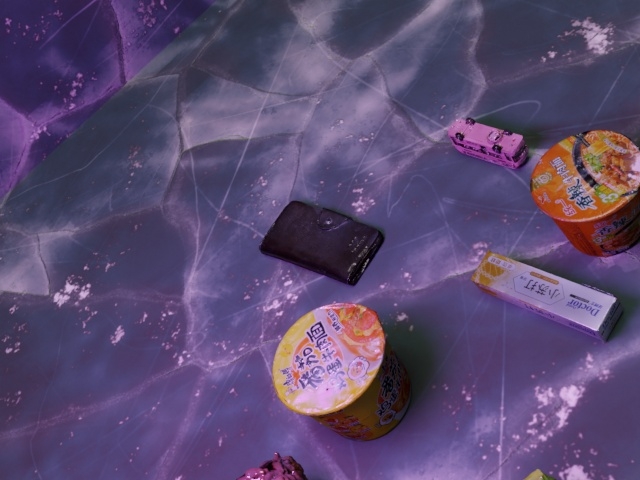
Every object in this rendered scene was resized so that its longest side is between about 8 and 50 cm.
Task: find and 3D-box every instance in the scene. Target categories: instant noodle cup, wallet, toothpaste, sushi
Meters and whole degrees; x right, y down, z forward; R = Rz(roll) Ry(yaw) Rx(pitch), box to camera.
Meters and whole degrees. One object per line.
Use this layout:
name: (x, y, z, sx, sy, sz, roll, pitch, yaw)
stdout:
instant noodle cup: (0.571, -0.084, 1.898, 0.230, 0.182, 0.230, -17, 48, 20)
wallet: (0.000, 0.000, 2.297, 0.318, 0.045, 0.172, 20, 70, 40)
toothpaste: (0.463, 0.111, 1.897, 0.313, 0.071, 0.089, 23, 74, 41)
sushi: (-0.120, 0.559, 1.800, 0.270, 0.236, 0.171, -41, 68, -3)
instant noodle cup: (0.057, 0.288, 1.918, 0.264, 0.200, 0.264, -18, 47, 21)

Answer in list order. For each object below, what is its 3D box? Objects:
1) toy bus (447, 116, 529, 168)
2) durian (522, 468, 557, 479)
toy bus: (0.400, -0.233, 2.194, 0.203, 0.090, 0.063, 25, 72, 43)
durian: (0.358, 0.526, 1.605, 0.139, 0.101, 0.250, 8, 67, 36)
